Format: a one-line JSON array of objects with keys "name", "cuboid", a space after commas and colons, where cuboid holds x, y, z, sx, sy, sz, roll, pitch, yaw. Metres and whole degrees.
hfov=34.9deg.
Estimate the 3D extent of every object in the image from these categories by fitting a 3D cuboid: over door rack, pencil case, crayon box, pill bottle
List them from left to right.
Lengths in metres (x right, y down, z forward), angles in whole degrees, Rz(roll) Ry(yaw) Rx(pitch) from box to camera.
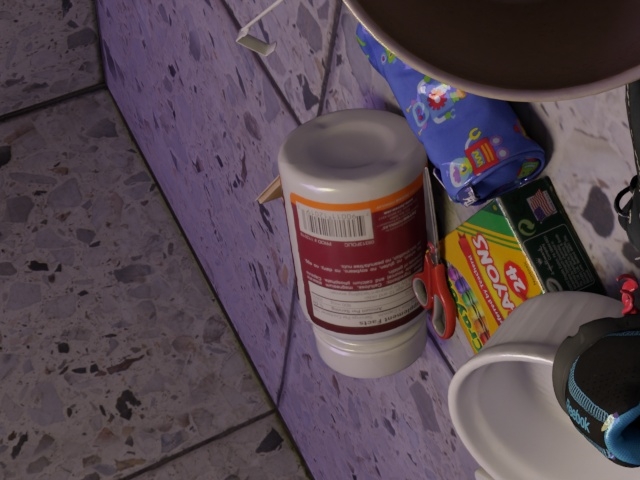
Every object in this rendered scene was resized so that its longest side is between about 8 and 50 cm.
[{"name": "over door rack", "cuboid": [-0.051, -0.429, 1.417, 0.324, 0.108, 0.239, 144, 145, -70]}, {"name": "pill bottle", "cuboid": [0.066, 0.013, 1.597, 0.224, 0.224, 0.392, 47, 152, 47]}, {"name": "pencil case", "cuboid": [0.155, -0.179, 1.281, 0.133, 0.119, 0.306, -40, 66, 28]}, {"name": "crayon box", "cuboid": [0.249, 0.064, 1.370, 0.202, 0.081, 0.318, 64, 162, 9]}]

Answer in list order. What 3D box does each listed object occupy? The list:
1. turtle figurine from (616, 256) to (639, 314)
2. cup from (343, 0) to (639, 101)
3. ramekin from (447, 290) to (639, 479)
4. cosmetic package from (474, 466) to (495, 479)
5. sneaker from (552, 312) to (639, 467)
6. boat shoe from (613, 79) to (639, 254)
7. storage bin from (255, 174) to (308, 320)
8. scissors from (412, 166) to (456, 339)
[{"name": "turtle figurine", "cuboid": [0.381, 0.087, 0.988, 0.234, 0.118, 0.175, 8, 119, 63]}, {"name": "cup", "cuboid": [0.163, -0.279, 0.802, 0.237, 0.331, 0.331, -55, -54, -78]}, {"name": "ramekin", "cuboid": [0.296, 0.187, 1.147, 0.277, 0.135, 0.277, 24, 140, 22]}, {"name": "cosmetic package", "cuboid": [0.393, 0.415, 1.242, 0.453, 0.161, 0.230, 15, 126, 66]}, {"name": "sneaker", "cuboid": [0.349, 0.106, 0.738, 0.139, 0.341, 0.125, -73, -30, -77]}, {"name": "boat shoe", "cuboid": [0.309, -0.015, 0.864, 0.113, 0.127, 0.340, -9, 109, 57]}, {"name": "storage bin", "cuboid": [0.000, 0.000, 1.925, 0.262, 0.123, 0.260, 66, 161, 3]}, {"name": "scissors", "cuboid": [0.164, 0.027, 1.408, 0.297, 0.021, 0.109, 89, 157, -52]}]
